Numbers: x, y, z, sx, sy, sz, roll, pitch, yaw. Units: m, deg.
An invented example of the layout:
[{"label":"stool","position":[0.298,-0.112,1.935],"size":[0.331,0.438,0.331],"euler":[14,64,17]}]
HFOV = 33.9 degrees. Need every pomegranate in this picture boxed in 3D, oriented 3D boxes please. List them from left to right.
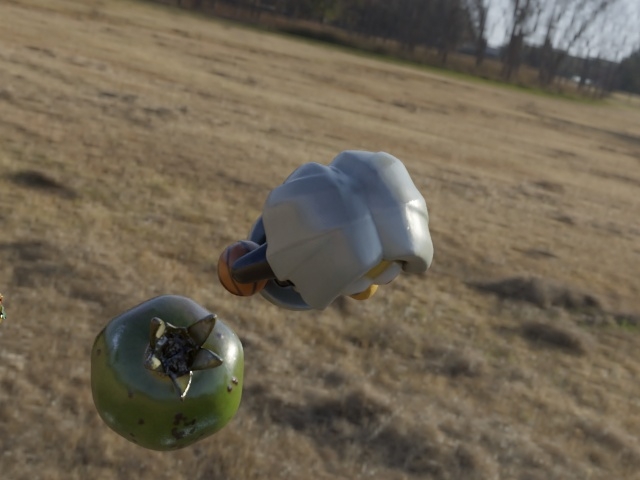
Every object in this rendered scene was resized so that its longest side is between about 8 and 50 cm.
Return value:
[{"label":"pomegranate","position":[-0.166,0.140,1.172],"size":[0.181,0.181,0.224],"euler":[10,-24,-13]}]

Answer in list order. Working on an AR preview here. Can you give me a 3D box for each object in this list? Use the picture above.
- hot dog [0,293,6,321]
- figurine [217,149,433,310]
[{"label":"hot dog","position":[-0.531,0.030,1.520],"size":[0.076,0.104,0.250],"euler":[-34,56,-15]},{"label":"figurine","position":[0.000,0.000,0.987],"size":[0.176,0.133,0.236],"euler":[-22,-2,-22]}]
